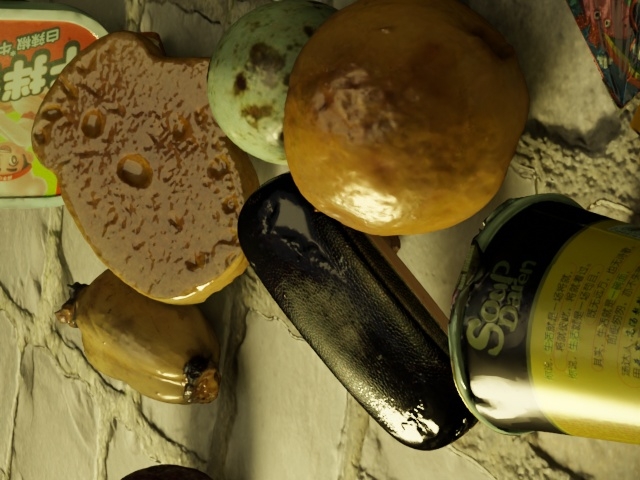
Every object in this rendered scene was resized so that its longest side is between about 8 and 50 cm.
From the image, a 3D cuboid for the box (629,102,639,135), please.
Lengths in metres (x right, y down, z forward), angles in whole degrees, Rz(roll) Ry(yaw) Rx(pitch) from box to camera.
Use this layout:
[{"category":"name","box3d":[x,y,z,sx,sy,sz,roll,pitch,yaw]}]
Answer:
[{"category":"box","box3d":[0.351,-0.074,1.370,0.247,0.033,0.129,50,133,39]}]

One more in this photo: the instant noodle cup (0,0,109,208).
[{"category":"instant noodle cup","box3d":[-0.437,-0.209,2.291,0.308,0.294,0.293,35,121,56]}]

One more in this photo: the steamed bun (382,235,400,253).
[{"category":"steamed bun","box3d":[0.000,0.000,1.807,0.175,0.106,0.144,-40,64,45]}]

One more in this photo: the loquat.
[{"category":"loquat","box3d":[0.075,-0.116,1.597,0.238,0.193,0.238,11,126,15]}]

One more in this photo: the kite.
[{"category":"kite","box3d":[0.268,-0.223,1.490,0.321,0.016,0.234,23,113,52]}]

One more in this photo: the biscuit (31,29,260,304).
[{"category":"biscuit","box3d":[-0.177,-0.102,2.010,0.287,0.057,0.343,-46,67,17]}]

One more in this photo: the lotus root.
[{"category":"lotus root","box3d":[-0.203,0.113,2.081,0.257,0.140,0.154,33,149,39]}]

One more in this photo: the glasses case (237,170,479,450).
[{"category":"glasses case","box3d":[0.040,0.069,1.702,0.314,0.075,0.122,50,124,3]}]

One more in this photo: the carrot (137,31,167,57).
[{"category":"carrot","box3d":[-0.209,-0.156,2.109,0.087,0.087,0.193,-12,79,54]}]

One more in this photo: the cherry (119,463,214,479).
[{"category":"cherry","box3d":[-0.183,0.364,2.051,0.195,0.195,0.195,8,100,54]}]

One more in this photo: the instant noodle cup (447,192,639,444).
[{"category":"instant noodle cup","box3d":[0.253,0.075,1.396,0.236,0.215,0.215,10,102,46]}]

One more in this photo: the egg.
[{"category":"egg","box3d":[-0.035,-0.162,1.788,0.231,0.169,0.169,8,100,63]}]
